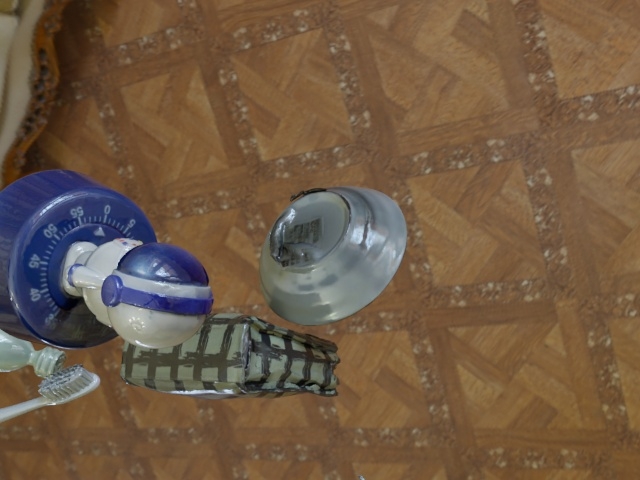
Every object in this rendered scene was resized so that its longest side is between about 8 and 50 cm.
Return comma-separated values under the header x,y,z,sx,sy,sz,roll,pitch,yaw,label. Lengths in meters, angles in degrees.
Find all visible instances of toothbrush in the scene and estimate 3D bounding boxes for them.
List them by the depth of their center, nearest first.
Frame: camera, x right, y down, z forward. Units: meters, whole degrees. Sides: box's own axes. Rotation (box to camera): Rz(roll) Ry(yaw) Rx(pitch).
x,y,z,sx,sy,sz,roll,pitch,yaw,label
-0.298,0.152,0.642,0.276,0.019,0.025,-22,142,7,toothbrush

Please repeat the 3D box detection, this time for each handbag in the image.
x,y,z,sx,sy,sz,roll,pitch,yaw,label
-0.164,0.240,1.633,0.325,0.327,0.162,-4,72,36,handbag

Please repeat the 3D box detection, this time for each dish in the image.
x,y,z,sx,sy,sz,roll,pitch,yaw,label
0.000,0.000,1.552,0.316,0.316,0.106,0,148,31,dish

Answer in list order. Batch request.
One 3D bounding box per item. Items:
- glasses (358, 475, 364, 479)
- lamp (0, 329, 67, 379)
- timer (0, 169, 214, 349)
x,y,z,sx,sy,sz,roll,pitch,yaw,label
0.038,0.584,1.791,0.088,0.190,0.220,32,147,33,glasses
-0.612,0.225,1.675,0.193,0.106,0.106,16,120,1,lamp
-0.290,0.051,1.161,0.383,0.270,0.270,13,118,45,timer
